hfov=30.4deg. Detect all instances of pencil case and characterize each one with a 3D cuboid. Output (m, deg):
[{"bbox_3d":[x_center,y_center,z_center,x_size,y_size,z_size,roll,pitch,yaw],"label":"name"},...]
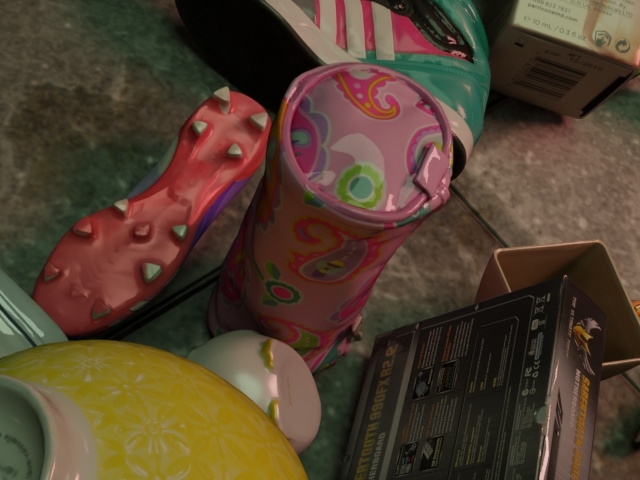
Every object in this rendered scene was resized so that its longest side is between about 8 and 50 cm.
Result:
[{"bbox_3d":[0.000,0.000,0.814,0.124,0.284,0.124,6,60,-11],"label":"pencil case"}]

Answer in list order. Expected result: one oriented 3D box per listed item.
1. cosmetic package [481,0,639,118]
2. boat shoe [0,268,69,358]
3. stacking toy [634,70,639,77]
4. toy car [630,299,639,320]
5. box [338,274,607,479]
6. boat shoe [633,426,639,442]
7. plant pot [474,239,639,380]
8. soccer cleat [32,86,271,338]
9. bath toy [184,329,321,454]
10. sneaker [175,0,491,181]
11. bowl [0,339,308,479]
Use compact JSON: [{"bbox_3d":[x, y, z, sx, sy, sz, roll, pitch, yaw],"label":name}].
[{"bbox_3d":[0.250,-0.286,1.120,0.129,0.153,0.296,18,77,-4],"label":"cosmetic package"},{"bbox_3d":[-0.273,0.026,0.808,0.226,0.083,0.076,40,52,5],"label":"boat shoe"},{"bbox_3d":[0.291,-0.301,1.273,0.309,0.130,0.279,40,79,10],"label":"stacking toy"},{"bbox_3d":[0.238,0.064,1.018,0.122,0.040,0.060,11,55,-16],"label":"toy car"},{"bbox_3d":[0.097,0.150,0.814,0.056,0.183,0.231,41,47,-28],"label":"box"},{"bbox_3d":[0.308,0.141,0.995,0.038,0.046,0.125,44,45,15],"label":"boat shoe"},{"bbox_3d":[0.182,0.073,0.954,0.109,0.096,0.109,-5,61,-25],"label":"plant pot"},{"bbox_3d":[-0.123,-0.014,0.907,0.083,0.095,0.248,35,67,7],"label":"soccer cleat"},{"bbox_3d":[-0.070,0.222,0.745,0.151,0.129,0.348,44,36,-51],"label":"bath toy"},{"bbox_3d":[0.032,-0.192,1.052,0.295,0.124,0.178,33,52,1],"label":"sneaker"},{"bbox_3d":[-0.159,0.160,0.636,0.289,0.156,0.290,-11,52,14],"label":"bowl"}]
